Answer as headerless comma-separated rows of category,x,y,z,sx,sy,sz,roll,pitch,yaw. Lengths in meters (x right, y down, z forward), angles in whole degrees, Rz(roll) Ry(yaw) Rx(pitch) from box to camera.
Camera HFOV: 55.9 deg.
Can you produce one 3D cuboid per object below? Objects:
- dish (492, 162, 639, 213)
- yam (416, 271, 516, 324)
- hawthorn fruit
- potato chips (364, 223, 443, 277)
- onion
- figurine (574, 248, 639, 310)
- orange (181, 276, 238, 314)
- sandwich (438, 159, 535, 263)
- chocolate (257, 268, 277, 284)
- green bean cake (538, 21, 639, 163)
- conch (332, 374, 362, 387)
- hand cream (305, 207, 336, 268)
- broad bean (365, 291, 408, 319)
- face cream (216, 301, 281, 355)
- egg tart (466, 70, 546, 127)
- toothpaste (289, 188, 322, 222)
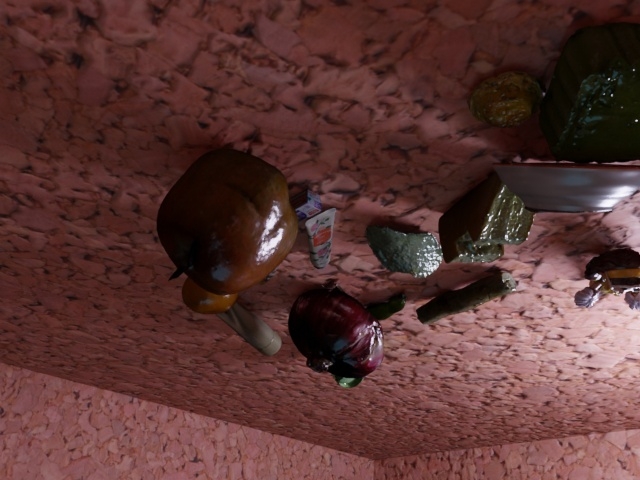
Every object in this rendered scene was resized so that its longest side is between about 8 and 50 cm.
dish,0.430,-0.091,1.043,0.260,0.086,0.260,1,-172,0
yam,0.388,0.160,1.642,0.317,0.071,0.067,-32,90,44
hawthorn fruit,-0.192,-0.018,1.196,0.267,0.301,0.268,25,151,15
potato chips,0.209,0.019,1.442,0.228,0.059,0.167,13,140,-13
onion,0.037,0.281,1.723,0.313,0.232,0.314,28,154,15
figurine,0.699,0.094,1.435,0.174,0.116,0.240,1,156,11
orange,-0.303,0.138,1.665,0.156,0.124,0.156,-8,162,-3
sandwich,0.352,-0.047,1.238,0.122,0.128,0.236,6,152,-17
chocolate,-0.211,0.035,1.500,0.214,0.093,0.148,14,147,-15
green bean cake,0.459,-0.217,0.920,0.200,0.113,0.214,-1,142,0
conch,0.110,0.414,2.059,0.143,0.137,0.251,12,149,-9
hand cream,0.000,0.000,1.445,0.080,0.050,0.234,-27,154,-15
broad bean,0.175,0.209,1.785,0.065,0.047,0.254,31,140,-26
face cream,-0.247,0.258,1.918,0.137,0.084,0.341,-4,143,34
egg tart,0.308,-0.228,1.002,0.130,0.052,0.130,5,153,3
toothpaste,-0.077,-0.057,1.371,0.047,0.040,0.196,24,146,-36
